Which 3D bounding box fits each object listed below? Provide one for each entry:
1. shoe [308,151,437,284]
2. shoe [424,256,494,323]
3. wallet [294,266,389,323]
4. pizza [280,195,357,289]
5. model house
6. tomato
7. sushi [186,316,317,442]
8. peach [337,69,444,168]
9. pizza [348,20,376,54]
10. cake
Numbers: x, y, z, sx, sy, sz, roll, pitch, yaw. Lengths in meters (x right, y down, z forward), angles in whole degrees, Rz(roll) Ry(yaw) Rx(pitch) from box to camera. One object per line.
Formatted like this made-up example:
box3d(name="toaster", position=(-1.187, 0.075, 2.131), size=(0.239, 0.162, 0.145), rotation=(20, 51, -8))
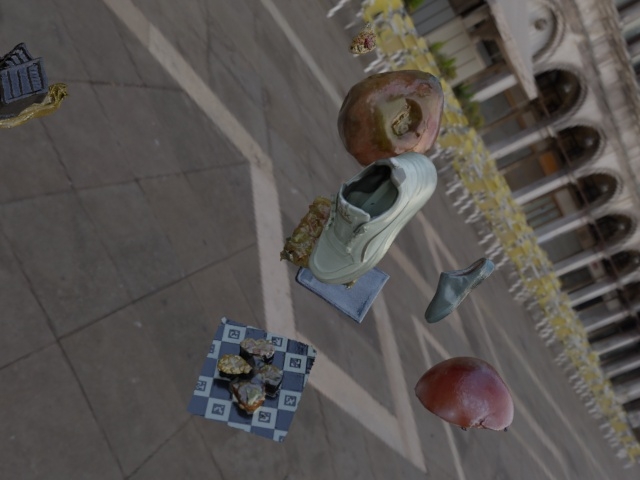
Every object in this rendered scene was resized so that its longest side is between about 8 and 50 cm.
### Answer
box3d(name="shoe", position=(0.066, -0.041, 1.323), size=(0.124, 0.316, 0.159), rotation=(49, 19, 25))
box3d(name="shoe", position=(0.292, 0.096, 1.616), size=(0.078, 0.195, 0.079), rotation=(48, 11, -6))
box3d(name="wallet", position=(0.057, 0.098, 1.969), size=(0.222, 0.167, 0.036), rotation=(34, -18, -4))
box3d(name="pizza", position=(0.000, 0.000, 1.640), size=(0.058, 0.197, 0.292), rotation=(80, -3, -47))
box3d(name="model house", position=(-0.621, -0.331, 1.484), size=(0.106, 0.152, 0.165), rotation=(2, 70, -63))
box3d(name="tomato", position=(0.314, 0.315, 1.586), size=(0.199, 0.112, 0.228), rotation=(-1, 18, -39))
box3d(name="sushi", position=(-0.116, 0.230, 1.285), size=(0.040, 0.192, 0.210), rotation=(104, 4, -46))
box3d(name="peach", position=(0.153, -0.262, 1.532), size=(0.214, 0.235, 0.214), rotation=(40, 21, -19))
box3d(name="pizza", position=(0.102, -0.451, 1.643), size=(0.083, 0.078, 0.025), rotation=(-21, 51, -34))
box3d(name="cake", position=(-0.643, -0.300, 1.632), size=(0.185, 0.116, 0.080), rotation=(-21, 107, -38))
